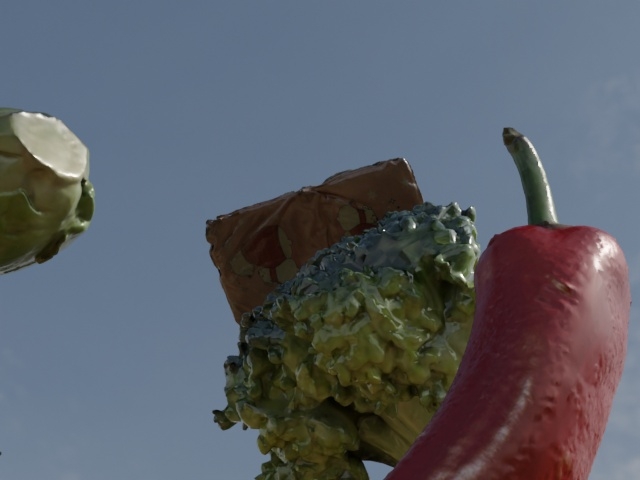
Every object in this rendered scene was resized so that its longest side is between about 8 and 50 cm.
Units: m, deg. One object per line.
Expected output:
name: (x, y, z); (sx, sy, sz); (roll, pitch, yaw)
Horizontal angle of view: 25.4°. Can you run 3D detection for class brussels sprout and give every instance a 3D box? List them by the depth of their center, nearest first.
brussels sprout: (-0.377, -0.056, 1.647); (0.244, 0.244, 0.244); (-2, -33, -2)

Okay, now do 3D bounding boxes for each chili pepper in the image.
chili pepper: (0.054, 0.093, 0.654); (0.137, 0.368, 0.092); (33, -30, 13)

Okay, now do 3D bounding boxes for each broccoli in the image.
broccoli: (0.091, 0.120, 1.308); (0.293, 0.281, 0.348); (-20, -15, -37)

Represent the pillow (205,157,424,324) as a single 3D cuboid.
pillow: (0.000, 0.000, 1.574); (0.248, 0.049, 0.135); (-19, -73, 8)
